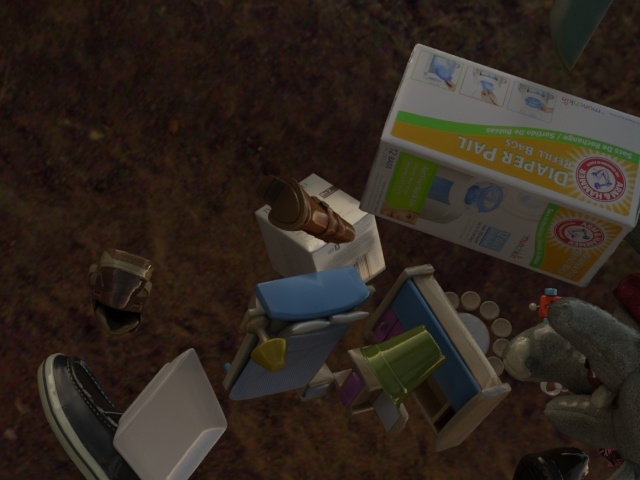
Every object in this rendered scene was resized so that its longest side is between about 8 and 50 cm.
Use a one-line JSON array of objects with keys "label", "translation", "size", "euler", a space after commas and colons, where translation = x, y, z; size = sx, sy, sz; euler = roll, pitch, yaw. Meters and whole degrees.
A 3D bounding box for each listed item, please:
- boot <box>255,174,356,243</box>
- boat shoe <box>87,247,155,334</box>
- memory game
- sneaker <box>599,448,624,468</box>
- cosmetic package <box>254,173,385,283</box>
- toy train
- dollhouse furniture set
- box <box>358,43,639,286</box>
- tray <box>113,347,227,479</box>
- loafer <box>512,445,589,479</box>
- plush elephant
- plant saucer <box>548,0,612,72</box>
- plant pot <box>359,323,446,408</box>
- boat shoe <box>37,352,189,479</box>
[{"label": "boot", "translation": [-0.008, -0.034, 1.391], "size": [0.152, 0.197, 0.073], "euler": [32, 98, -24]}, {"label": "boat shoe", "translation": [-0.374, 0.110, 1.660], "size": [0.123, 0.342, 0.123], "euler": [17, 73, -14]}, {"label": "memory game", "translation": [0.262, 0.180, 1.668], "size": [0.186, 0.012, 0.186], "euler": [0, 69, -1]}, {"label": "sneaker", "translation": [0.446, 0.317, 1.364], "size": [0.119, 0.057, 0.047], "euler": [59, 40, -48]}, {"label": "cosmetic package", "translation": [0.000, 0.000, 1.705], "size": [0.151, 0.183, 0.151], "euler": [-35, 134, -22]}, {"label": "toy train", "translation": [0.392, 0.159, 1.421], "size": [0.046, 0.125, 0.166], "euler": [17, 73, -71]}, {"label": "dollhouse furniture set", "translation": [0.022, 0.195, 1.132], "size": [0.303, 0.286, 0.198], "euler": [-8, 54, -33]}, {"label": "box", "translation": [0.149, -0.058, 0.740], "size": [0.203, 0.114, 0.103], "euler": [20, 61, 3]}, {"label": "tray", "translation": [-0.193, 0.242, 1.168], "size": [0.030, 0.270, 0.145], "euler": [29, 65, 20]}, {"label": "loafer", "translation": [0.250, 0.299, 1.012], "size": [0.078, 0.220, 0.080], "euler": [-16, 56, -19]}, {"label": "plush elephant", "translation": [0.309, 0.119, 0.835], "size": [0.330, 0.272, 0.255], "euler": [46, 22, 24]}, {"label": "plant saucer", "translation": [0.268, -0.288, 0.737], "size": [0.043, 0.318, 0.318], "euler": [30, 51, 7]}, {"label": "plant pot", "translation": [0.101, 0.139, 1.054], "size": [0.079, 0.083, 0.083], "euler": [-33, 95, 3]}, {"label": "boat shoe", "translation": [-0.268, 0.343, 1.401], "size": [0.156, 0.187, 0.500], "euler": [-43, 60, -5]}]
